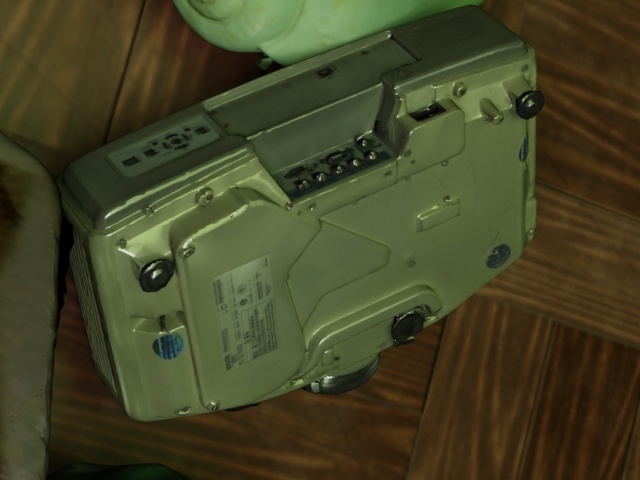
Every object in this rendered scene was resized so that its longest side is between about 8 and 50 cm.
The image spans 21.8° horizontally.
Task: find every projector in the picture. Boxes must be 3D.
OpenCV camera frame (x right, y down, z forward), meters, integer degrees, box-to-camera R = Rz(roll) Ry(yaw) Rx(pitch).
[{"bbox_3d":[0.000,0.000,0.917,0.269,0.088,0.194,-24,134,-20],"label":"projector"}]

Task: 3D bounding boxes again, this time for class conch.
[{"bbox_3d":[0.021,-0.161,0.968,0.250,0.137,0.144,2,62,-47],"label":"conch"}]

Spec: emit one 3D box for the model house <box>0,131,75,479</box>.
[{"bbox_3d":[-0.275,0.078,0.712,0.317,0.297,0.282,32,117,-6],"label":"model house"}]

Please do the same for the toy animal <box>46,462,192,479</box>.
[{"bbox_3d":[-0.138,0.274,0.826,0.191,0.216,0.338,13,91,-2],"label":"toy animal"}]
